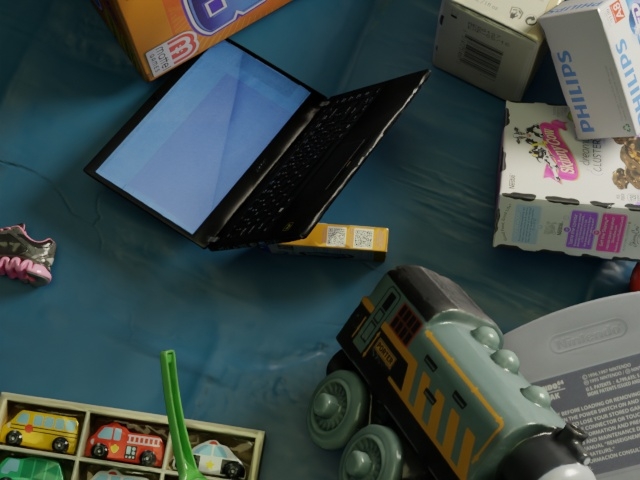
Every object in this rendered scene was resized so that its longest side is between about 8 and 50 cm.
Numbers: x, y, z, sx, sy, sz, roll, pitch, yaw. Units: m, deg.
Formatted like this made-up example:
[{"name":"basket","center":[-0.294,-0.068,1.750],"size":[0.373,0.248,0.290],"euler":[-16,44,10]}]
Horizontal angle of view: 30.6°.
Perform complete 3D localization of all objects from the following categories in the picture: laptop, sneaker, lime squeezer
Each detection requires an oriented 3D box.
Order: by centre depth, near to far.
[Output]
[{"name":"lime squeezer","center":[-0.088,0.251,1.066],"size":[0.059,0.110,0.310],"euler":[-19,64,-45]},{"name":"laptop","center":[-0.066,-0.116,1.169],"size":[0.136,0.264,0.234],"euler":[48,62,-22]},{"name":"sneaker","center":[-0.330,0.005,1.214],"size":[0.119,0.047,0.057],"euler":[18,67,-1]}]

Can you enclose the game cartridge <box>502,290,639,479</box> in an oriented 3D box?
[{"name":"game cartridge","center":[0.273,0.154,1.100],"size":[0.294,0.060,0.196],"euler":[-18,78,19]}]

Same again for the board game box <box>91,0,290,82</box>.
[{"name":"board game box","center":[-0.142,-0.457,1.178],"size":[0.356,0.356,0.356],"euler":[-31,71,-8]}]

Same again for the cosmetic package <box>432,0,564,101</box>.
[{"name":"cosmetic package","center":[0.239,-0.319,1.243],"size":[0.113,0.160,0.309],"euler":[28,76,9]}]

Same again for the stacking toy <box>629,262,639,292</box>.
[{"name":"stacking toy","center":[0.444,0.118,1.128],"size":[0.330,0.141,0.141],"euler":[35,76,17]}]

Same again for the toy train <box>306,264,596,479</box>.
[{"name":"toy train","center":[0.109,0.167,1.027],"size":[0.190,0.142,0.334],"euler":[-57,34,14]}]

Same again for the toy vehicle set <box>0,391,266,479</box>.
[{"name":"toy vehicle set","center":[-0.198,0.250,1.137],"size":[0.267,0.035,0.166],"euler":[8,73,3]}]

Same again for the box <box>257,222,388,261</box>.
[{"name":"box","center":[0.000,0.000,1.186],"size":[0.136,0.081,0.028],"euler":[6,82,2]}]

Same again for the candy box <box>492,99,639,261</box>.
[{"name":"candy box","center":[0.275,-0.060,1.163],"size":[0.196,0.070,0.165],"euler":[5,42,7]}]

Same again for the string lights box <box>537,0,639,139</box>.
[{"name":"string lights box","center":[0.339,-0.217,1.175],"size":[0.259,0.076,0.133],"euler":[-36,113,-33]}]
